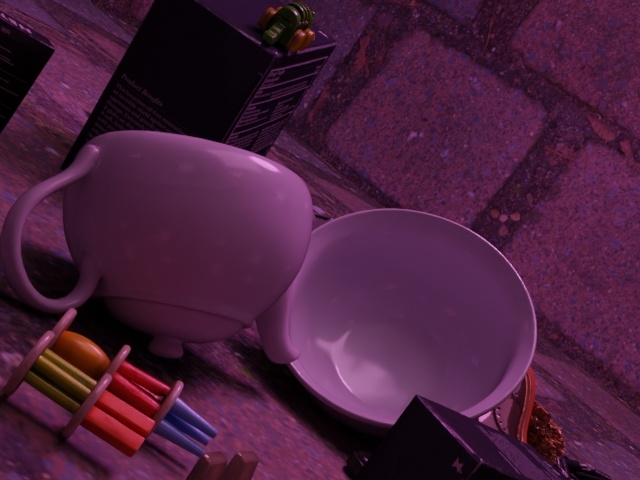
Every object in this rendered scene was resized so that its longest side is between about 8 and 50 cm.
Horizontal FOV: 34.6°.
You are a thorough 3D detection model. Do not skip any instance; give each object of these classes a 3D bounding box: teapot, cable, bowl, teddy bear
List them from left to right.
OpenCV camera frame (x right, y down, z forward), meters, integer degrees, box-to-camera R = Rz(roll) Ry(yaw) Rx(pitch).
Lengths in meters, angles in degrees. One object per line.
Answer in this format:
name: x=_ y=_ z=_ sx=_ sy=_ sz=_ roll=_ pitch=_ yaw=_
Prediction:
teapot: x=-0.135 y=0.016 z=0.964 sx=0.256 sy=0.187 sz=0.252 roll=10 pitch=-12 yaw=2
bowl: x=0.087 y=0.115 z=1.182 sx=0.298 sy=0.298 sz=0.134 roll=40 pitch=-32 yaw=22
teddy bear: x=0.230 y=0.238 z=1.476 sx=0.245 sy=0.113 sz=0.338 roll=40 pitch=0 yaw=-12
cable: x=0.407 y=0.368 z=1.585 sx=0.150 sy=0.047 sz=0.184 roll=38 pitch=9 yaw=14

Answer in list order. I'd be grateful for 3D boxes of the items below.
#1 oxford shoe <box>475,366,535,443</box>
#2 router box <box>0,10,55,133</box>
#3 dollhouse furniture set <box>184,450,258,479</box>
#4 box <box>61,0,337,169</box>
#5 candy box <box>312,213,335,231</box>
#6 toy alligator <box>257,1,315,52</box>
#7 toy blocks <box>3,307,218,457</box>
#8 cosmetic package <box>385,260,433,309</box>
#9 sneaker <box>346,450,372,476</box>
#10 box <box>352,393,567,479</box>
oxford shoe: x=0.192 y=0.196 z=1.221 sx=0.098 sy=0.097 sz=0.271 roll=27 pitch=40 yaw=-25
router box: x=-0.427 y=-0.222 z=1.218 sx=0.179 sy=0.133 sz=0.046 roll=30 pitch=11 yaw=-38
dollhouse furniture set: x=-0.004 y=0.244 z=0.518 sx=0.262 sy=0.135 sz=0.259 roll=38 pitch=-2 yaw=14
box: x=-0.156 y=-0.192 z=1.406 sx=0.183 sy=0.294 sz=0.296 roll=37 pitch=20 yaw=4
candy box: x=0.000 y=0.000 z=1.681 sx=0.196 sy=0.070 sz=0.165 roll=15 pitch=-3 yaw=32
toy alligator: x=-0.028 y=-0.274 z=1.286 sx=0.056 sy=0.051 sz=0.190 roll=39 pitch=20 yaw=4
toy blocks: x=-0.145 y=0.120 z=0.749 sx=0.148 sy=0.054 sz=0.123 roll=35 pitch=8 yaw=-6
cosmetic package: x=0.112 y=0.094 z=1.427 sx=0.296 sy=0.129 sz=0.153 roll=-24 pitch=91 yaw=-77
sneaker: x=0.116 y=0.233 z=1.035 sx=0.170 sy=0.089 sz=0.051 roll=34 pitch=9 yaw=-17
box: x=0.102 y=0.225 z=0.802 sx=0.158 sy=0.156 sz=0.093 roll=29 pitch=10 yaw=-38
